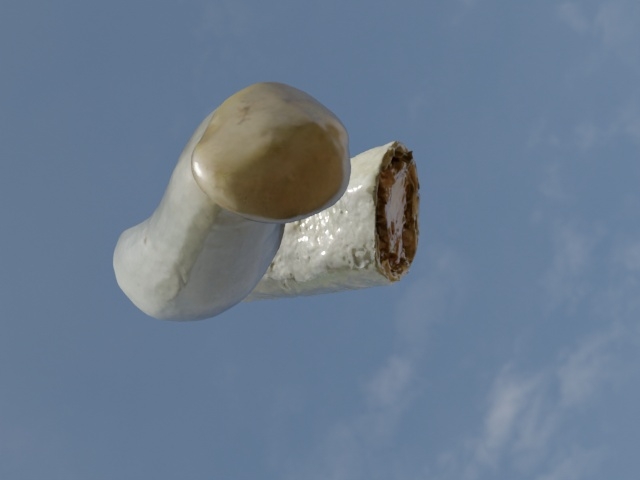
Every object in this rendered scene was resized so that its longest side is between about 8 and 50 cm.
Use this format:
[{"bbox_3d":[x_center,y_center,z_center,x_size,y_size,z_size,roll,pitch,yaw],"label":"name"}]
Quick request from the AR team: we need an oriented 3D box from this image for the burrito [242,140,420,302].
[{"bbox_3d":[-0.001,-0.004,1.144,0.105,0.299,0.143,-29,-81,-45],"label":"burrito"}]

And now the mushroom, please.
[{"bbox_3d":[-0.073,-0.032,0.801,0.122,0.328,0.159,20,-113,-14],"label":"mushroom"}]
